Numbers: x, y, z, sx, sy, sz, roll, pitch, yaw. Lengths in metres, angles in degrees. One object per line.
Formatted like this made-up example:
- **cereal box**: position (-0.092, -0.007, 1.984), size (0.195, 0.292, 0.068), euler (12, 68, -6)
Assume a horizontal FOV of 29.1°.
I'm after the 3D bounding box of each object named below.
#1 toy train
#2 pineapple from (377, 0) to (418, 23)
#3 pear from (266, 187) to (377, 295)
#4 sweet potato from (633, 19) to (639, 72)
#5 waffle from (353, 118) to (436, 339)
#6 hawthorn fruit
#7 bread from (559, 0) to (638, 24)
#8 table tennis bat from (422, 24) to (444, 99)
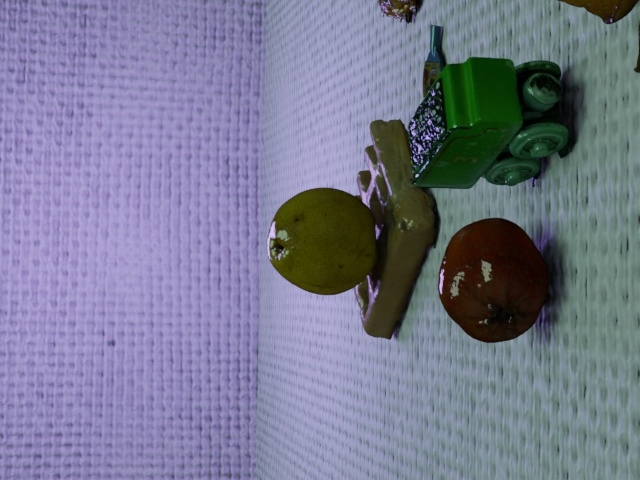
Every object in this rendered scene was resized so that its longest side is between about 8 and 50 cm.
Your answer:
- **toy train**: position (0.229, -0.157, 1.693), size (0.243, 0.188, 0.132), euler (123, 145, -63)
- **pineapple**: position (0.143, -0.518, 2.336), size (0.225, 0.076, 0.225), euler (-177, 90, -75)
- **pear**: position (0.000, 0.000, 2.286), size (0.209, 0.209, 0.209), euler (-178, 90, -76)
- **sweet potato**: position (0.388, -0.288, 1.321), size (0.057, 0.057, 0.264), euler (-102, 19, -45)
- **waffle**: position (0.123, -0.020, 2.351), size (0.348, 0.077, 0.304), euler (106, 159, -46)
- **hawthorn fruit**: position (0.245, 0.023, 1.760), size (0.285, 0.165, 0.165), euler (-78, -2, -60)
- **bread**: position (0.318, -0.371, 1.413), size (0.270, 0.142, 0.195), euler (-80, 5, -47)
- **table tennis bat**: position (0.201, -0.303, 2.184), size (0.100, 0.019, 0.155), euler (-139, 50, -74)
